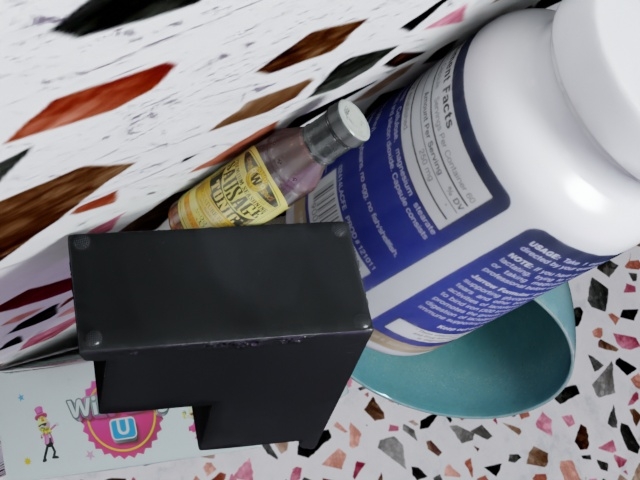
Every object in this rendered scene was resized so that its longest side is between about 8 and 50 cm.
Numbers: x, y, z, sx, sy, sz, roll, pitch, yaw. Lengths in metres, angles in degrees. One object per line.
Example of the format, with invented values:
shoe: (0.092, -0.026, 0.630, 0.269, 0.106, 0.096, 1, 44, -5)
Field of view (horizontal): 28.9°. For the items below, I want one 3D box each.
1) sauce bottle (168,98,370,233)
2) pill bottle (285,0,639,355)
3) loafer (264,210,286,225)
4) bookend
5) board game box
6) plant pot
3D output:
sauce bottle: (-0.029, -0.035, 0.685, 0.128, 0.042, 0.042, -35, 173, 30)
pill bottle: (0.110, -0.042, 0.736, 0.153, 0.153, 0.264, -24, 174, -44)
loafer: (-0.005, 0.003, 0.883, 0.268, 0.092, 0.102, -21, 172, -44)
bookend: (-0.067, 0.064, 0.718, 0.156, 0.072, 0.157, -4, 148, -15)
board game box: (-0.120, 0.128, 1.113, 0.224, 0.098, 0.303, -10, 178, 15)
plant pot: (0.156, 0.042, 1.417, 0.290, 0.290, 0.195, -34, -151, 46)
